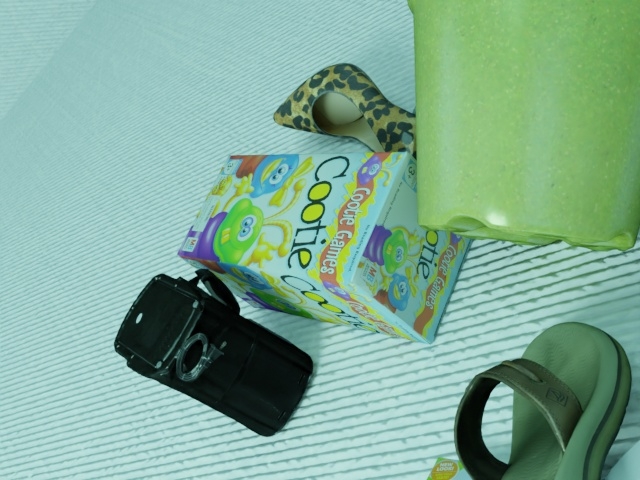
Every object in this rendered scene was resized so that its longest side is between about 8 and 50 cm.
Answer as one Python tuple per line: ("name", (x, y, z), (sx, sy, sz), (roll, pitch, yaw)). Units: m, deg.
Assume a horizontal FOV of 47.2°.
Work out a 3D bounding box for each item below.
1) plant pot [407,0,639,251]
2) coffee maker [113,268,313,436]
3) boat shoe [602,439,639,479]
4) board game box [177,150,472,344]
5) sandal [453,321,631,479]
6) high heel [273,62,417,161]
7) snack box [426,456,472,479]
("plant pot", (0.186, -0.124, 0.627), (0.276, 0.276, 0.253), (5, 87, 45))
("coffee maker", (-0.101, 0.132, 0.759), (0.120, 0.178, 0.171), (-47, 37, 8))
("boat shoe", (0.195, 0.258, 0.421), (0.335, 0.121, 0.119), (-63, 19, 1))
("board game box", (0.000, 0.000, 0.795), (0.275, 0.142, 0.144), (6, 65, 45))
("sandal", (0.137, 0.130, 0.501), (0.120, 0.086, 0.303), (-57, -9, 31))
("high heel", (0.031, -0.128, 0.899), (0.261, 0.093, 0.186), (-5, 50, 30))
("snack box", (0.134, 0.220, 0.553), (0.141, 0.037, 0.100), (-5, 29, 40))
